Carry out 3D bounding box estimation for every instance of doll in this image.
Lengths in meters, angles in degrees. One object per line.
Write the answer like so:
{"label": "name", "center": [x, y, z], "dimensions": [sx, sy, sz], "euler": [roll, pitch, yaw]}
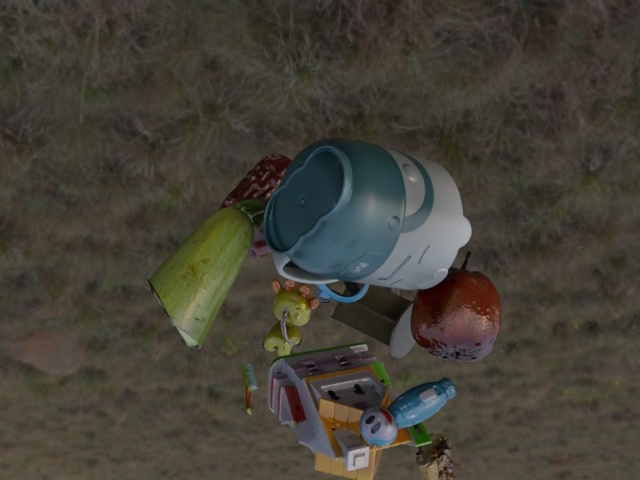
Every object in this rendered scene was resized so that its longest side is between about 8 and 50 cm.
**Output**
{"label": "doll", "center": [-0.086, 0.198, 1.943], "dimensions": [0.143, 0.135, 0.221], "euler": [26, 123, 15]}

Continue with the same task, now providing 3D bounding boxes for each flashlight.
{"label": "flashlight", "center": [0.106, 0.207, 0.875], "dimensions": [0.129, 0.051, 0.051], "euler": [-25, 166, -20]}

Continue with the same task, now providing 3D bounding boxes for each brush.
{"label": "brush", "center": [-0.108, 0.229, 1.101], "dimensions": [0.021, 0.083, 0.019], "euler": [-16, 138, 5]}

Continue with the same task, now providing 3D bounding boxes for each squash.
{"label": "squash", "center": [-0.187, 0.020, 1.171], "dimensions": [0.137, 0.287, 0.137], "euler": [23, 159, 9]}

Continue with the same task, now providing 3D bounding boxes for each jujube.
{"label": "jujube", "center": [-0.123, -0.076, 1.542], "dimensions": [0.155, 0.230, 0.155], "euler": [35, 170, 7]}

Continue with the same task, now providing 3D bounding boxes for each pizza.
{"label": "pizza", "center": [0.269, 0.503, 1.612], "dimensions": [0.069, 0.194, 0.154], "euler": [-10, 114, 23]}

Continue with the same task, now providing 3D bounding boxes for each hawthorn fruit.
{"label": "hawthorn fruit", "center": [0.237, 0.109, 1.236], "dimensions": [0.157, 0.194, 0.157], "euler": [11, 167, 3]}

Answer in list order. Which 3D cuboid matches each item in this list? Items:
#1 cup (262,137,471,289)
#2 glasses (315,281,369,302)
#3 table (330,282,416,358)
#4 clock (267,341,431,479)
{"label": "cup", "center": [0.050, -0.023, 1.129], "dimensions": [0.258, 0.219, 0.290], "euler": [10, 141, -40]}
{"label": "glasses", "center": [0.029, -0.011, 1.432], "dimensions": [0.102, 0.207, 0.239], "euler": [-20, 114, 34]}
{"label": "table", "center": [0.145, 0.192, 1.914], "dimensions": [0.227, 0.167, 0.167], "euler": [24, 175, 32]}
{"label": "clock", "center": [0.055, 0.354, 1.441], "dimensions": [0.235, 0.166, 0.309], "euler": [-6, -159, -24]}
